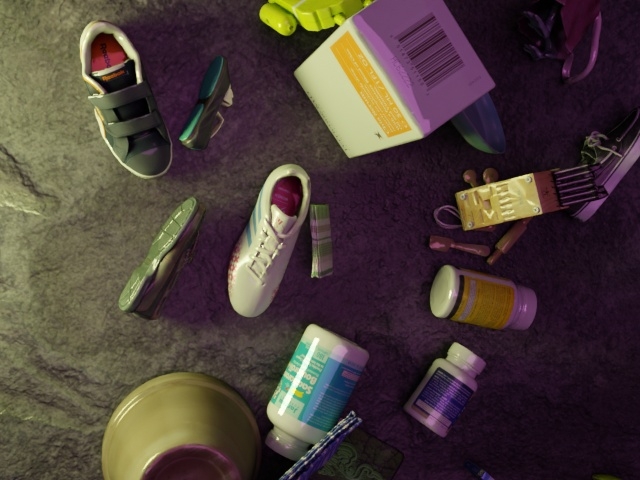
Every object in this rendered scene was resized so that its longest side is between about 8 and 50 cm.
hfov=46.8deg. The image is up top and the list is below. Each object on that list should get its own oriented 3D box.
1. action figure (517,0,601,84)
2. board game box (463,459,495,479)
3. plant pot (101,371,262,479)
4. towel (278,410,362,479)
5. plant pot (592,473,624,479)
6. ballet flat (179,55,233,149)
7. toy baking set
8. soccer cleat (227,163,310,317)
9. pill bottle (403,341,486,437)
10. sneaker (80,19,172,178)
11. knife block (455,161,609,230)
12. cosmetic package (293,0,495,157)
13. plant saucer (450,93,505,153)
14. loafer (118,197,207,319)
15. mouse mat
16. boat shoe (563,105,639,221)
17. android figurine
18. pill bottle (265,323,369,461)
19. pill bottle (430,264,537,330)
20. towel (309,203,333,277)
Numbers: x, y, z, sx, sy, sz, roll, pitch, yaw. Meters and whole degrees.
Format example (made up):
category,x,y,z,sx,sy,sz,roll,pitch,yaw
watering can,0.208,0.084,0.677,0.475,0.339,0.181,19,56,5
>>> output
category,x,y,z,sx,sy,sz,roll,pitch,yaw
action figure,0.591,-0.567,1.589,0.276,0.248,0.370,40,86,-12
board game box,0.374,0.537,1.651,0.090,0.090,0.020,41,81,-10
plant pot,-0.255,0.437,1.410,0.324,0.280,0.322,-1,92,-14
towel,-0.062,0.484,1.422,0.040,0.243,0.336,44,56,16
plant pot,0.671,0.672,1.660,0.207,0.228,0.227,-34,98,-17
ballet flat,-0.222,-0.275,1.510,0.074,0.074,0.203,23,80,-12
toy baking set,0.361,-0.047,1.665,0.197,0.030,0.256,39,80,-7
soccer cleat,-0.106,-0.001,1.499,0.116,0.143,0.331,18,88,-13
pill bottle,0.275,0.322,1.611,0.112,0.112,0.186,37,84,-11
sneaker,-0.385,-0.271,1.439,0.126,0.127,0.321,-25,98,-12
knife block,0.471,-0.099,1.614,0.242,0.276,0.088,-10,87,-47
cosmetic package,0.113,-0.302,1.381,0.162,0.453,0.230,-36,98,-9
plant saucer,0.289,-0.314,1.531,0.044,0.317,0.317,-26,99,27
loafer,-0.303,0.040,1.495,0.084,0.096,0.267,34,91,-31
mouse mat,0.076,0.494,1.626,0.190,0.007,0.152,32,85,-11
boat shoe,0.643,-0.195,1.683,0.105,0.113,0.306,34,100,-6
android figurine,0.002,-0.495,1.463,0.248,0.273,0.056,-38,138,-10
pill bottle,-0.016,0.317,1.527,0.146,0.146,0.264,27,85,-12
pill bottle,0.358,0.130,1.621,0.209,0.119,0.119,13,89,-12
towel,0.000,0.000,1.547,0.023,0.113,0.151,-3,92,15
